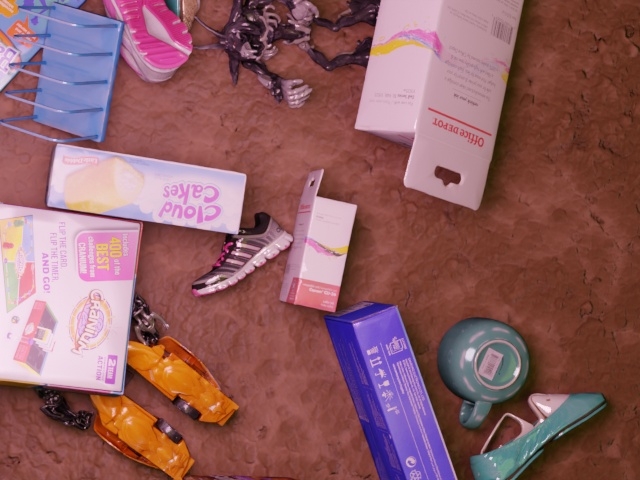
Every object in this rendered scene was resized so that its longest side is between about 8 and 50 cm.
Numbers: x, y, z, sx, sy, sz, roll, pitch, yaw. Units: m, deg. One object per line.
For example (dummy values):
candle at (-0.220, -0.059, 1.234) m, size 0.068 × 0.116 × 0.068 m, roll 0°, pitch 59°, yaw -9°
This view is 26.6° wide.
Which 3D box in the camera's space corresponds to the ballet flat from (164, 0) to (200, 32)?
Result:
ballet flat at (-0.200, -0.387, 1.952) m, size 0.067 × 0.073 × 0.206 m, roll -13°, pitch 97°, yaw -28°

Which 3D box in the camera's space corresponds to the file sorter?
file sorter at (-0.355, -0.227, 1.836) m, size 0.118 × 0.104 × 0.170 m, roll 18°, pitch 105°, yaw 21°

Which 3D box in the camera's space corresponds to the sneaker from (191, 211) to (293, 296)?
sneaker at (-0.126, 0.017, 1.973) m, size 0.170 × 0.063 × 0.075 m, roll -35°, pitch 96°, yaw -15°

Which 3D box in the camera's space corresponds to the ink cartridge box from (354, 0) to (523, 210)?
ink cartridge box at (0.170, -0.236, 1.968) m, size 0.207 × 0.119 × 0.354 m, roll 16°, pitch 85°, yaw -49°

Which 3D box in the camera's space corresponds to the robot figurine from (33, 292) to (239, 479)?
robot figurine at (-0.274, 0.202, 1.924) m, size 0.291 × 0.085 × 0.211 m, roll 40°, pitch 81°, yaw -11°

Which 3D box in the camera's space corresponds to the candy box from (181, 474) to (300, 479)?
candy box at (-0.111, 0.372, 1.951) m, size 0.186 × 0.109 × 0.053 m, roll 3°, pitch 90°, yaw -14°

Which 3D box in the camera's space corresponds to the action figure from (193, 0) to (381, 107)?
action figure at (-0.038, -0.288, 1.947) m, size 0.275 × 0.141 × 0.164 m, roll -6°, pitch 119°, yaw -17°

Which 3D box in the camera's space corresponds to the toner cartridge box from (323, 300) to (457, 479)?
toner cartridge box at (0.112, 0.264, 1.977) m, size 0.075 × 0.165 × 0.348 m, roll -20°, pitch 95°, yaw -13°

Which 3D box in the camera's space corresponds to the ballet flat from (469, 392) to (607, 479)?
ballet flat at (0.328, 0.287, 2.075) m, size 0.247 × 0.083 × 0.087 m, roll -37°, pitch 84°, yaw -13°

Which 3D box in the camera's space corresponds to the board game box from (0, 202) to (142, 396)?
board game box at (-0.411, 0.074, 1.811) m, size 0.316 × 0.064 × 0.242 m, roll 9°, pitch 78°, yaw -16°

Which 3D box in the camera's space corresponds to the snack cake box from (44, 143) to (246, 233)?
snack cake box at (-0.248, -0.072, 1.895) m, size 0.264 × 0.152 × 0.089 m, roll 8°, pitch 90°, yaw -13°

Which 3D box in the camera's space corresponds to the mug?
mug at (0.255, 0.196, 2.044) m, size 0.129 × 0.097 × 0.158 m, roll -21°, pitch 95°, yaw -13°

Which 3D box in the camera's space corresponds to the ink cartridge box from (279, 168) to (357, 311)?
ink cartridge box at (0.000, 0.000, 1.973) m, size 0.067 × 0.115 × 0.198 m, roll 12°, pitch 88°, yaw -12°

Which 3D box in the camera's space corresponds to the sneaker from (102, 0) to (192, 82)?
sneaker at (-0.267, -0.327, 1.918) m, size 0.103 × 0.111 × 0.252 m, roll -11°, pitch 70°, yaw -24°

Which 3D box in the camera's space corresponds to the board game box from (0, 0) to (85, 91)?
board game box at (-0.448, -0.328, 1.900) m, size 0.160 × 0.047 × 0.210 m, roll 42°, pitch 82°, yaw -11°
